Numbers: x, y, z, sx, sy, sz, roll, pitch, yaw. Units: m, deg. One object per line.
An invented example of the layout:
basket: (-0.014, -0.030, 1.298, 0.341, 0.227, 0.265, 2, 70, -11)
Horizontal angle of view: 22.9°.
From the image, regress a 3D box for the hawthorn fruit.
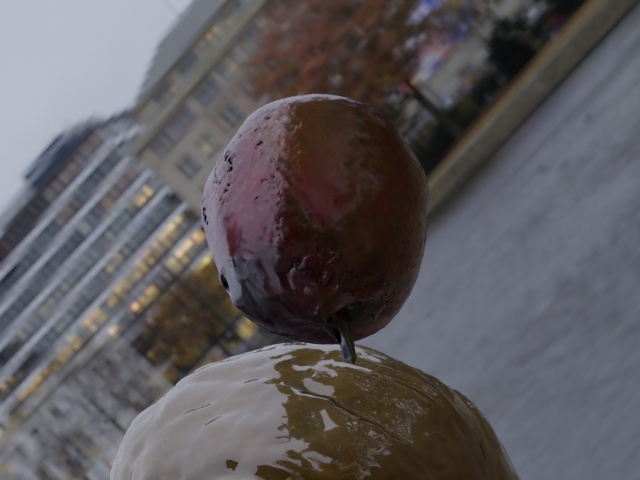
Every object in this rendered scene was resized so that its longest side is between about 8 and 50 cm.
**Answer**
hawthorn fruit: (-0.002, -0.005, 0.476, 0.077, 0.077, 0.077, -47, -1, -1)

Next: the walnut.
walnut: (-0.018, 0.210, 1.047, 0.313, 0.277, 0.252, -7, 15, 37)
